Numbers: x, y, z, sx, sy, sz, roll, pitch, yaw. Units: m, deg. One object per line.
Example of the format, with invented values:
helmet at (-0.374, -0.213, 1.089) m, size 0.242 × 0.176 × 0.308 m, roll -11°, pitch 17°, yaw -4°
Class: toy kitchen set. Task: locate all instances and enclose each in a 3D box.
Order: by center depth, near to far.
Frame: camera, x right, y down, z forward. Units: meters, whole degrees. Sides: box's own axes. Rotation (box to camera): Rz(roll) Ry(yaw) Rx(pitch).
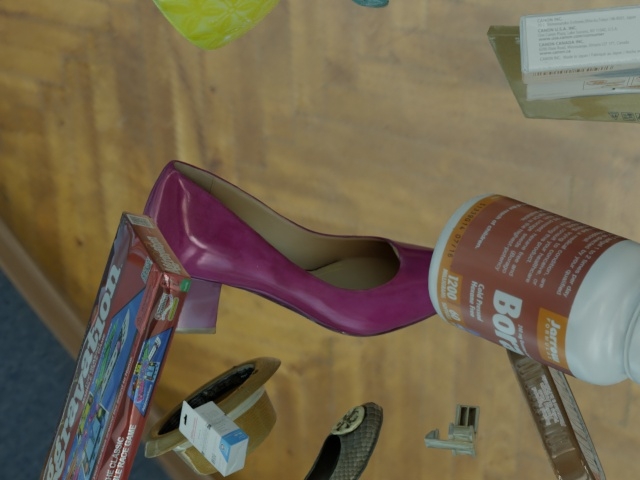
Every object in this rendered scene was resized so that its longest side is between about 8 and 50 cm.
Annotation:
toy kitchen set at (0.185, 0.256, 2.090) m, size 0.068 × 0.075 × 0.083 m, roll 3°, pitch 152°, yaw 11°

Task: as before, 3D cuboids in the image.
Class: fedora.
fedora at (-0.114, 0.215, 1.745) m, size 0.194 × 0.194 × 0.079 m, roll -25°, pitch 102°, yaw 41°

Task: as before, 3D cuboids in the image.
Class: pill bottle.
pill bottle at (0.204, 0.045, 1.210) m, size 0.216 × 0.121 × 0.121 m, roll 22°, pitch 129°, yaw 39°

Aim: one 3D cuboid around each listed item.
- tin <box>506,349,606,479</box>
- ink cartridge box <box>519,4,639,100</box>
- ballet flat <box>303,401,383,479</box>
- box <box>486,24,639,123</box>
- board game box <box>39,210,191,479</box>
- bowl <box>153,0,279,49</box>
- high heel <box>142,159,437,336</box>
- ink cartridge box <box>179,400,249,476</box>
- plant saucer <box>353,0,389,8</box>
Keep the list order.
tin at (0.232, 0.172, 1.460) m, size 0.040 × 0.106 × 0.189 m, roll -27°, pitch 63°, yaw 17°
ink cartridge box at (0.369, -0.210, 1.635) m, size 0.296 × 0.261 × 0.066 m, roll -4°, pitch 88°, yaw 8°
ballet flat at (-0.012, 0.280, 1.640) m, size 0.058 × 0.250 × 0.084 m, roll 35°, pitch 170°, yaw -10°
box at (0.323, -0.206, 1.840) m, size 0.201 × 0.021 × 0.164 m, roll 6°, pitch 147°, yaw 33°
board game box at (-0.165, 0.131, 1.117) m, size 0.027 × 0.145 × 0.281 m, roll 14°, pitch 104°, yaw -21°
bowl at (-0.082, -0.329, 1.299) m, size 0.156 × 0.289 × 0.289 m, roll -20°, pitch 107°, yaw 15°
high heel at (0.000, 0.000, 1.521) m, size 0.127 × 0.377 × 0.181 m, roll 51°, pitch 138°, yaw 47°
ink cartridge box at (-0.116, 0.209, 1.607) m, size 0.083 × 0.028 × 0.048 m, roll 40°, pitch 134°, yaw 33°
plant saucer at (0.034, -0.317, 1.750) m, size 0.119 × 0.021 × 0.119 m, roll 48°, pitch 169°, yaw 13°
